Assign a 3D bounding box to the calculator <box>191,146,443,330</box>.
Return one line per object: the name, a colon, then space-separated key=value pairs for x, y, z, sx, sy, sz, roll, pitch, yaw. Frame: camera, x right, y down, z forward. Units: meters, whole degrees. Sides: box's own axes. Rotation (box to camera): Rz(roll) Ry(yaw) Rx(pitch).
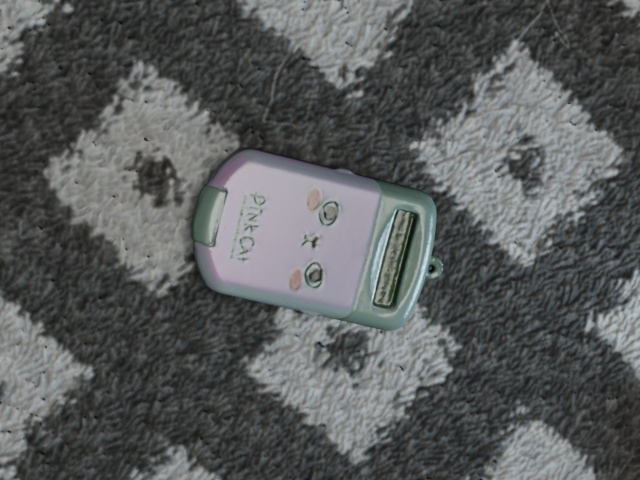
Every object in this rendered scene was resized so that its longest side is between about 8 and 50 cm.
calculator: x=0.000 y=0.000 z=1.783 sx=0.246 sy=0.045 sz=0.141 roll=14 pitch=93 yaw=-16
